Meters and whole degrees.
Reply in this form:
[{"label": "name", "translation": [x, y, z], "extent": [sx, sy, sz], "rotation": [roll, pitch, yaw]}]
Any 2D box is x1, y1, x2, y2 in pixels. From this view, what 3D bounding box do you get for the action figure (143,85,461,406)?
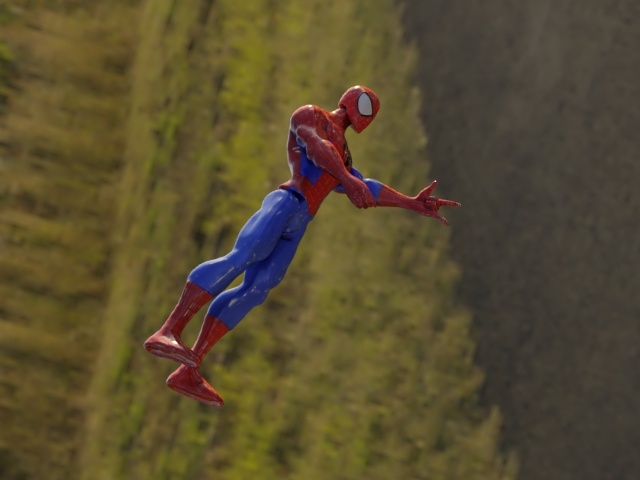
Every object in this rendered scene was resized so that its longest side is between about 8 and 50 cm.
[{"label": "action figure", "translation": [0.000, 0.000, 1.377], "extent": [0.280, 0.139, 0.091], "rotation": [-61, -27, -25]}]
